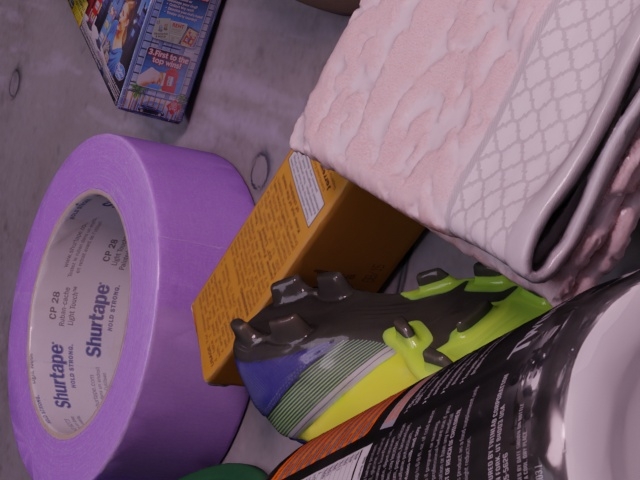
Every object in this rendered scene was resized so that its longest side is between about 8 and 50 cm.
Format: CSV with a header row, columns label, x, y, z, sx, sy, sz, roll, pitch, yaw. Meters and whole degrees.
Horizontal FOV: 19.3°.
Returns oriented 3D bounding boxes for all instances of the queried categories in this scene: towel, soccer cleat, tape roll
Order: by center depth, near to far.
label,x,y,z,sx,sy,sz,roll,pitch,yaw
towel,0.125,-0.152,0.959,0.332,0.053,0.317,-59,27,3
soccer cleat,0.064,0.083,1.082,0.289,0.093,0.121,1,125,50
tape roll,-0.145,0.061,1.428,0.275,0.090,0.275,-28,57,54

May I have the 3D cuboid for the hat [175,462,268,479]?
label,x,y,z,sx,sy,sz,roll,pitch,yaw
hat,-0.070,0.288,1.295,0.208,0.183,0.173,-46,24,-28

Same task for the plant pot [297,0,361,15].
label,x,y,z,sx,sy,sz,roll,pitch,yaw
plant pot,-0.034,-0.306,1.242,0.284,0.191,0.284,-24,61,56

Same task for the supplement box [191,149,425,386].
label,x,y,z,sx,sy,sz,roll,pitch,yaw
supplement box,0.000,0.000,1.205,0.233,0.078,0.080,-56,37,35

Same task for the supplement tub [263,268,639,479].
label,x,y,z,sx,sy,sz,roll,pitch,yaw
supplement tub,0.089,0.158,0.870,0.338,0.207,0.207,-36,52,52

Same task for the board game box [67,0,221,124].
label,x,y,z,sx,sy,sz,roll,pitch,yaw
board game box,-0.125,-0.226,1.507,0.194,0.060,0.194,-63,32,24
